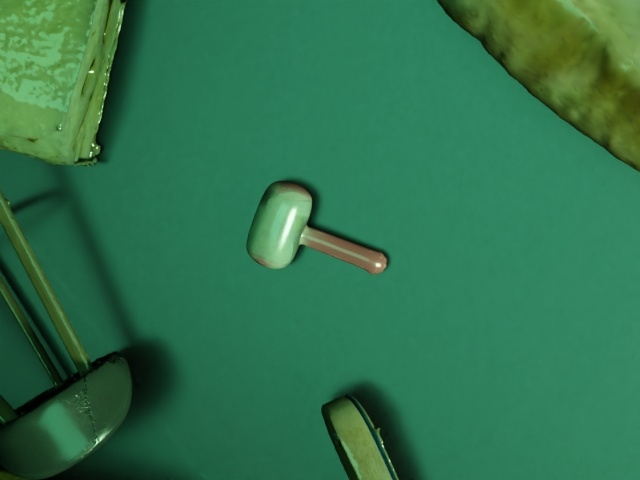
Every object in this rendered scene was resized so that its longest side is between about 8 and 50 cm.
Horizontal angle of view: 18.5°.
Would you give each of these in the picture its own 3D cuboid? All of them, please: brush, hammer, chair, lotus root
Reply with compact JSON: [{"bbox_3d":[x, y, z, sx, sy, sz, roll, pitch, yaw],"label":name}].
[{"bbox_3d":[0.093,0.233,1.148,0.065,0.070,0.327,-26,88,-8],"label":"brush"},{"bbox_3d":[0.000,0.000,1.159,0.083,0.031,0.052,21,101,1],"label":"hammer"},{"bbox_3d":[-0.194,0.032,1.160,0.104,0.095,0.221,-32,89,8],"label":"chair"},{"bbox_3d":[-0.189,-0.118,1.159,0.144,0.070,0.143,6,95,9],"label":"lotus root"}]

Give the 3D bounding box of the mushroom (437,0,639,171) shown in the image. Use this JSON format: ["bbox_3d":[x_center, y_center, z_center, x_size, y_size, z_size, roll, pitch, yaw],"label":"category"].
[{"bbox_3d":[0.215,-0.150,1.035,0.397,0.224,0.314,9,130,43],"label":"mushroom"}]

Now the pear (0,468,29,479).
[{"bbox_3d":[-0.207,0.241,1.130,0.228,0.188,0.211,21,101,13],"label":"pear"}]
